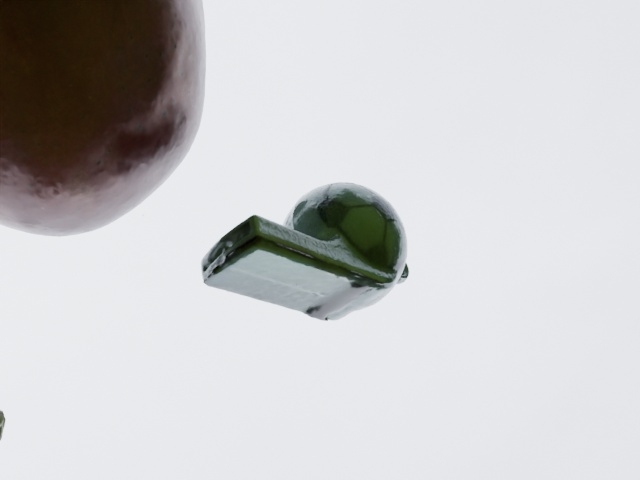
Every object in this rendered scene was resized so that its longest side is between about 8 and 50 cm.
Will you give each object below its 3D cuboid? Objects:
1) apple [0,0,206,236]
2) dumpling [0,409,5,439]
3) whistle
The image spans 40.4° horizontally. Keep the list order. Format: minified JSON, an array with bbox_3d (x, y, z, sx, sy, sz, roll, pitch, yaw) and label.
[{"bbox_3d":[-0.251,-0.200,0.863,0.295,0.365,0.329,-20,-123,-14],"label":"apple"},{"bbox_3d":[-0.444,0.238,1.122,0.076,0.052,0.057,14,-106,-25],"label":"dumpling"},{"bbox_3d":[0.000,0.000,0.980,0.289,0.163,0.164,21,-93,-39],"label":"whistle"}]
